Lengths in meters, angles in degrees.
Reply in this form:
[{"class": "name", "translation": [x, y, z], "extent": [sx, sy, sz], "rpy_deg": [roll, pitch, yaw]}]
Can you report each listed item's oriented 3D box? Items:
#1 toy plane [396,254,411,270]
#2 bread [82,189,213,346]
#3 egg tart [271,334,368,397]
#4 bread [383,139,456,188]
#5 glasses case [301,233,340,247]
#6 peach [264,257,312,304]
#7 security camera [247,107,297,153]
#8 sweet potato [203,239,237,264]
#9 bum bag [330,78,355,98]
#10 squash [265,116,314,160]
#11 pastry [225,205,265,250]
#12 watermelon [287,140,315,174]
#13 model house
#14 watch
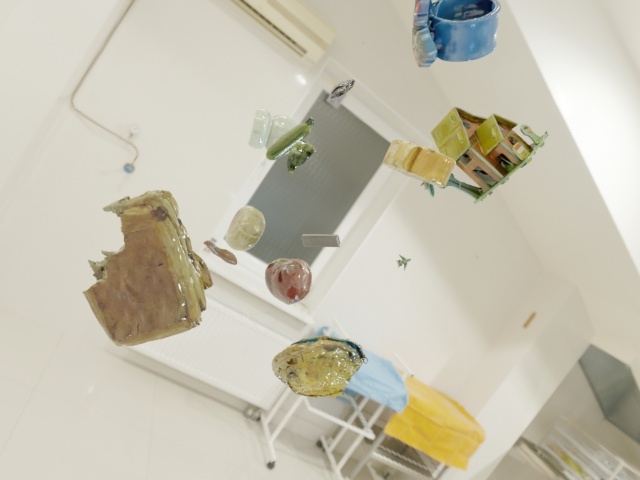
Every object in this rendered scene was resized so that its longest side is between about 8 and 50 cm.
[{"class": "toy plane", "translation": [0.395, 0.102, 2.245], "extent": [0.033, 0.083, 0.080], "rpy_deg": [-7, 77, -47]}, {"class": "bread", "translation": [-0.453, 0.068, 1.235], "extent": [0.191, 0.314, 0.369], "rpy_deg": [-36, 109, -68]}, {"class": "egg tart", "translation": [0.001, 0.375, 1.343], "extent": [0.291, 0.291, 0.107], "rpy_deg": [31, 38, -36]}, {"class": "bread", "translation": [0.205, -0.163, 1.014], "extent": [0.122, 0.073, 0.149], "rpy_deg": [19, 8, -33]}, {"class": "glasses case", "translation": [0.002, 0.000, 2.367], "extent": [0.191, 0.042, 0.072], "rpy_deg": [1, -50, 18]}, {"class": "peach", "translation": [-0.102, 0.130, 1.475], "extent": [0.152, 0.152, 0.152], "rpy_deg": [34, 5, -3]}, {"class": "security camera", "translation": [-0.208, -0.504, 2.212], "extent": [0.236, 0.194, 0.194], "rpy_deg": [11, 11, -13]}, {"class": "sweet potato", "translation": [-0.418, 0.046, 1.956], "extent": [0.050, 0.050, 0.214], "rpy_deg": [39, -1, 41]}, {"class": "bum bag", "translation": [0.063, -0.439, 1.367], "extent": [0.034, 0.058, 0.124], "rpy_deg": [60, 30, -18]}, {"class": "squash", "translation": [-0.119, -0.408, 1.917], "extent": [0.066, 0.252, 0.066], "rpy_deg": [51, 14, -18]}, {"class": "pastry", "translation": [-0.249, -0.038, 1.551], "extent": [0.092, 0.156, 0.156], "rpy_deg": [37, 3, -25]}, {"class": "watermelon", "translation": [-0.061, -0.318, 1.759], "extent": [0.069, 0.163, 0.087], "rpy_deg": [14, -38, 29]}, {"class": "model house", "translation": [0.534, -0.316, 1.666], "extent": [0.323, 0.340, 0.300], "rpy_deg": [45, -31, 5]}, {"class": "watch", "translation": [0.434, -0.677, 1.518], "extent": [0.275, 0.305, 0.241], "rpy_deg": [1, -41, 12]}]
